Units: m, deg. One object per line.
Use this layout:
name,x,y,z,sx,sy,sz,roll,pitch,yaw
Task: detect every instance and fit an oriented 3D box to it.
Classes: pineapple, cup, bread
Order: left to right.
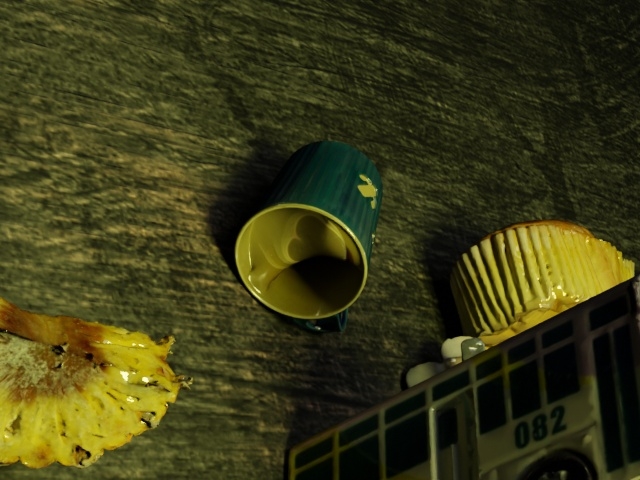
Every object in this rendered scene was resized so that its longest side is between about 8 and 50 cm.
pineapple,-0.226,0.114,1.218,0.233,0.135,0.079,17,21,-22
cup,0.000,0.000,1.629,0.155,0.131,0.176,-69,152,-54
bread,0.259,0.065,1.871,0.250,0.179,0.133,18,48,-47

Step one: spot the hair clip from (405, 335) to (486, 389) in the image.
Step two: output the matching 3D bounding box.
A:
hair clip,0.176,0.198,1.685,0.146,0.075,0.257,-4,56,-13

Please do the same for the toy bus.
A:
toy bus,0.189,0.219,1.419,0.209,0.440,0.249,35,39,-34
